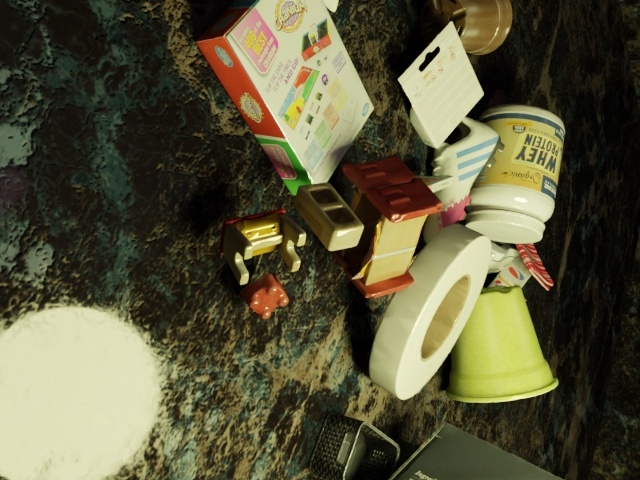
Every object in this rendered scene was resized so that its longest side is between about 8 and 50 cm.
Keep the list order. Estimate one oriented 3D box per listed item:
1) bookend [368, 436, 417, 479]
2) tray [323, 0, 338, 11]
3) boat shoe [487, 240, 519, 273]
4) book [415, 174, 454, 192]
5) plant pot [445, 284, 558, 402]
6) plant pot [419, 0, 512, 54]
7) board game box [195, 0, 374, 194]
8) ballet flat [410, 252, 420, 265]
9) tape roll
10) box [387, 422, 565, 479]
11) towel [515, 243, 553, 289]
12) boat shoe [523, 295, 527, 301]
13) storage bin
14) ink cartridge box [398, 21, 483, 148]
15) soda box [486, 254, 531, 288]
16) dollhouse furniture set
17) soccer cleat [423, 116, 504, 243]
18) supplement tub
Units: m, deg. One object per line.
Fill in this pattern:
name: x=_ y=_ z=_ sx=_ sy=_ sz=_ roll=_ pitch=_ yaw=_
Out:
bookend: x=0.170 y=0.551 z=1.371 sx=0.157 sy=0.072 sz=0.156 roll=-52 pitch=131 yaw=-38
tray: x=-0.030 y=-0.525 z=1.061 sx=0.270 sy=0.030 sz=0.145 roll=21 pitch=77 yaw=-51
boat shoe: x=0.489 y=0.047 z=1.734 sx=0.088 sy=0.096 sz=0.268 roll=-63 pitch=161 yaw=18
book: x=0.219 y=-0.119 z=1.362 sx=0.144 sy=0.096 sz=0.035 roll=-23 pitch=110 yaw=-50
plant pot: x=0.433 y=0.248 z=1.567 sx=0.276 sy=0.276 sz=0.253 roll=-7 pitch=86 yaw=-52
plant pot: x=0.325 y=-0.507 z=1.430 sx=0.165 sy=0.167 sz=0.166 roll=-22 pitch=110 yaw=-41
board game box: x=-0.040 y=-0.270 z=1.040 sx=0.242 sy=0.064 sz=0.316 roll=-59 pitch=134 yaw=-31
ballet flat: x=0.284 y=0.063 z=1.477 sx=0.241 sy=0.077 sz=0.091 roll=-10 pitch=101 yaw=-51
tape roll: x=0.238 y=0.152 z=1.312 sx=0.392 sy=0.072 sz=0.391 roll=-42 pitch=148 yaw=-35
box: x=0.236 y=0.717 z=1.201 sx=0.472 sy=0.298 sz=0.479 roll=-32 pitch=124 yaw=-39
towel: x=0.587 y=-0.004 z=1.796 sx=0.199 sy=0.031 sz=0.274 roll=32 pitch=36 yaw=-48
boat shoe: x=0.540 y=0.177 z=1.832 sx=0.207 sy=0.073 sz=0.073 roll=-5 pitch=59 yaw=-55
storage bin: x=0.070 y=0.430 z=1.223 sx=0.180 sy=0.085 sz=0.122 roll=48 pitch=56 yaw=-44
ink cartridge box: x=0.260 y=-0.344 z=1.382 sx=0.181 sy=0.056 sz=0.224 roll=-49 pitch=132 yaw=-7
soda box: x=0.559 y=0.108 z=1.804 sx=0.216 sy=0.074 sz=0.069 roll=-28 pitch=154 yaw=-53
dollhouse furniture set: x=0.000 y=0.000 z=1.035 sx=0.374 sy=0.152 sz=0.201 roll=-13 pitch=137 yaw=-28
soccer cleat: x=0.304 y=-0.147 z=1.480 sx=0.143 sy=0.116 sz=0.331 roll=32 pitch=78 yaw=-4
supplement tub: x=0.498 y=-0.168 z=1.611 sx=0.228 sy=0.229 sz=0.315 roll=26 pitch=72 yaw=-50
